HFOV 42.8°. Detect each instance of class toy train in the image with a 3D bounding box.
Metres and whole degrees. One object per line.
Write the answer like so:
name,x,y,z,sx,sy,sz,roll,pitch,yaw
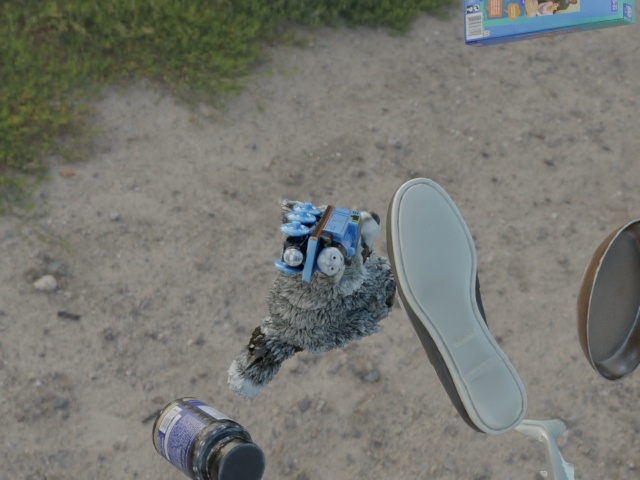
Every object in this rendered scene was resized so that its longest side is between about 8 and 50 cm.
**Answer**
toy train,0.000,0.000,1.156,0.105,0.080,0.184,11,19,5

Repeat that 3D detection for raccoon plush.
raccoon plush,-0.043,0.126,1.425,0.216,0.446,0.299,35,6,24

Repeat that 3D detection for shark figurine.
shark figurine,0.317,0.375,1.094,0.278,0.116,0.166,67,17,5

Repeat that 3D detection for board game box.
board game box,0.283,-0.340,1.031,0.210,0.160,0.047,1,6,37

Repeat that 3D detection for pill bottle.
pill bottle,-0.194,0.361,1.423,0.123,0.123,0.219,-24,23,-32

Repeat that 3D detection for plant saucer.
plant saucer,0.564,0.110,1.537,0.310,0.310,0.050,-29,27,-35

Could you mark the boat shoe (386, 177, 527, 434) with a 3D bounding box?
boat shoe,0.152,0.087,1.018,0.112,0.095,0.335,-24,96,-17
